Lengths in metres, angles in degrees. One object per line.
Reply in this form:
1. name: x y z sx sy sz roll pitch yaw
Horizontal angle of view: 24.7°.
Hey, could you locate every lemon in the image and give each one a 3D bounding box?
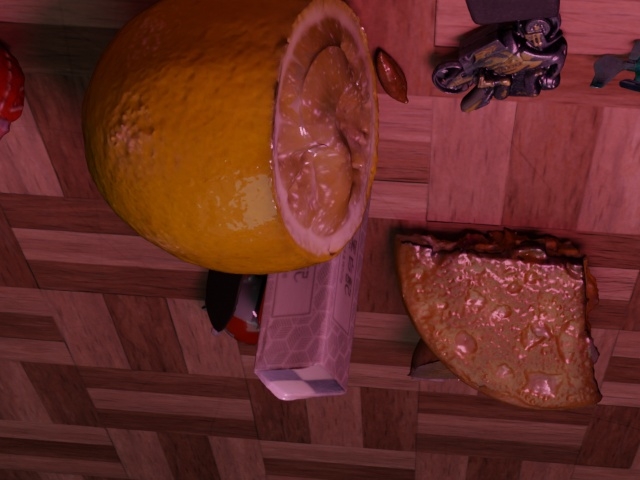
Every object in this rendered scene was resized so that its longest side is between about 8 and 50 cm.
1. lemon: -0.119 -0.132 1.719 0.364 0.364 0.364 5 152 3

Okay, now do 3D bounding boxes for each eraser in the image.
1. eraser: 0.000 0.000 1.861 0.096 0.403 0.098 -5 149 23

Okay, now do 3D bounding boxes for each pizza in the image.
1. pizza: 0.285 0.102 2.211 0.409 0.114 0.277 33 106 -9

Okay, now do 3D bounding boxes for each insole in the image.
1. insole: -0.138 0.035 2.275 0.007 0.111 0.327 -10 151 -25

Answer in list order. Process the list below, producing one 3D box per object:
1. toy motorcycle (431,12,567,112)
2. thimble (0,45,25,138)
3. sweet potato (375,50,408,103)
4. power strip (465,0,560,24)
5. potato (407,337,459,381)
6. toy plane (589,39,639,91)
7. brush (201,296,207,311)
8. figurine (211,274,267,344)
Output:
1. toy motorcycle: 0.233 -0.213 1.779 0.124 0.061 0.193 33 134 -29
2. thimble: -0.476 -0.192 1.860 0.190 0.163 0.125 -1 155 42
3. sweet potato: 0.089 -0.208 1.851 0.034 0.034 0.095 -6 139 22
4. power strip: 0.189 -0.328 1.570 0.105 0.070 0.256 -1 149 19
5. potato: 0.286 0.161 2.416 0.299 0.115 0.239 -3 160 -6
6. toy plane: 0.442 -0.194 1.744 0.235 0.096 0.060 15 154 23
7. brush: -0.142 0.127 2.534 0.033 0.030 0.178 -20 153 28
8. figurine: -0.090 0.109 2.382 0.183 0.160 0.226 29 154 -35
